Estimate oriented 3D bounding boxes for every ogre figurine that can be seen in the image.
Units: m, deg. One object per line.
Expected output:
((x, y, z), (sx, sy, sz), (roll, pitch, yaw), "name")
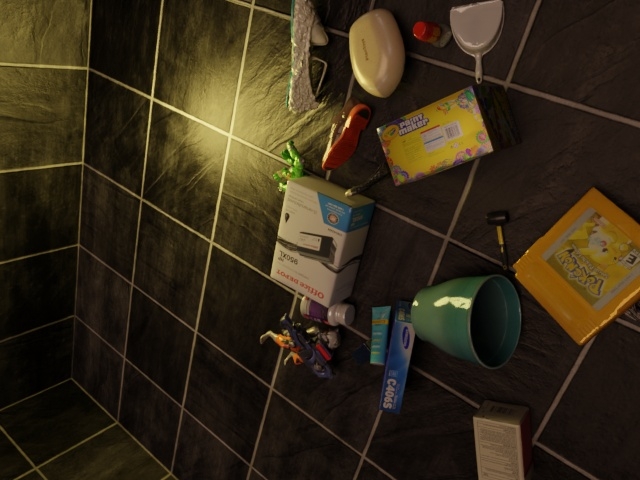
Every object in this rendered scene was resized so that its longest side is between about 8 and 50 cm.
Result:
((-0.105, -0.261, 1.938), (0.118, 0.096, 0.197), (41, 108, 41), "ogre figurine")

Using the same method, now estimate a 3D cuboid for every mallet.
((0.541, 0.003, 1.579), (0.062, 0.039, 0.190), (4, 109, 35), "mallet")

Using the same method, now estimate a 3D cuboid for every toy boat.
((0.236, -0.585, 1.584), (0.318, 0.148, 0.268), (-6, 94, 44), "toy boat")

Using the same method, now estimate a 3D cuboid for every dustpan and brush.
((0.449, -0.560, 1.483), (0.147, 0.060, 0.211), (0, 96, 23), "dustpan and brush")

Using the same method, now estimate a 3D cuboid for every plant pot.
((0.428, 0.234, 1.592), (0.255, 0.271, 0.272), (-1, 102, 50), "plant pot")

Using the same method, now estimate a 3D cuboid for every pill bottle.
((0.029, 0.263, 1.968), (0.193, 0.108, 0.108), (9, 108, 34), "pill bottle")

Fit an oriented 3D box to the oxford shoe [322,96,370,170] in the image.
((0.075, -0.364, 1.791), (0.271, 0.096, 0.098), (-57, 49, 27), "oxford shoe")

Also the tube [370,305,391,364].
((0.212, 0.338, 1.856), (0.080, 0.052, 0.207), (-8, 65, 33), "tube")

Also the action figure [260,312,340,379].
((-0.070, 0.379, 2.037), (0.330, 0.179, 0.341), (-11, 121, 32), "action figure")

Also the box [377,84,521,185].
((0.367, -0.295, 1.466), (0.289, 0.279, 0.177), (-18, 92, 37), "box")

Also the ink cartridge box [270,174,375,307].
((0.000, 0.000, 1.881), (0.285, 0.166, 0.395), (26, 117, 28), "ink cartridge box")

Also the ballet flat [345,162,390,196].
((0.155, -0.200, 1.751), (0.173, 0.057, 0.049), (-32, 102, 3), "ballet flat")

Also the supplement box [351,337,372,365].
((0.175, 0.407, 1.918), (0.056, 0.083, 0.083), (51, 125, 13), "supplement box")

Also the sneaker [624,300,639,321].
((0.822, 0.145, 1.364), (0.299, 0.112, 0.121), (26, 116, 28), "sneaker")

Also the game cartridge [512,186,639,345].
((0.711, 0.067, 1.378), (0.324, 0.052, 0.285), (-52, 52, 23), "game cartridge")

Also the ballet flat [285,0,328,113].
((-0.038, -0.642, 1.780), (0.146, 0.147, 0.409), (20, 116, 30), "ballet flat")

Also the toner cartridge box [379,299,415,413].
((0.268, 0.400, 1.791), (0.075, 0.165, 0.348), (9, 110, 7), "toner cartridge box")

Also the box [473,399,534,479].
((0.588, 0.652, 1.661), (0.148, 0.126, 0.233), (0, 103, 35), "box")
